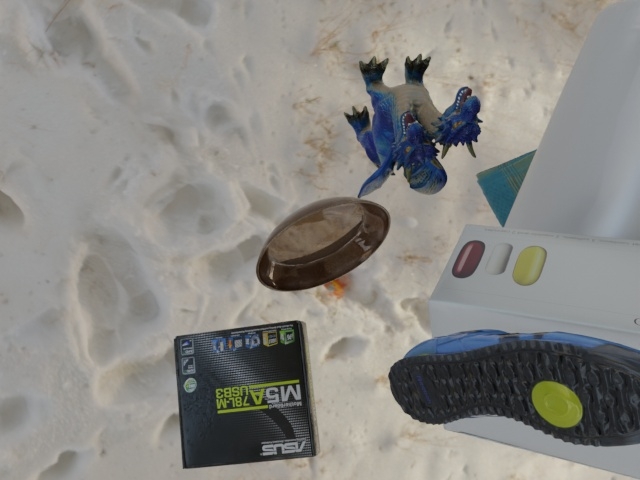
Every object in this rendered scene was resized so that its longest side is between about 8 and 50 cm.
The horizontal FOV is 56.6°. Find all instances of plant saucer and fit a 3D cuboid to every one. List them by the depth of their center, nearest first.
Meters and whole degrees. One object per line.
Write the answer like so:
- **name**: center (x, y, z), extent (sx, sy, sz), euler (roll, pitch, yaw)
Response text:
- **plant saucer**: center (0.000, 0.000, 0.813), extent (0.199, 0.036, 0.198), euler (-20, 151, -12)

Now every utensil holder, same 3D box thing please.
- **utensil holder**: center (0.448, -0.077, 0.801), extent (0.328, 0.328, 0.385), euler (14, 100, -35)

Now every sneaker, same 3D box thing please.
- **sneaker**: center (0.143, 0.088, 0.409), extent (0.082, 0.209, 0.069), euler (-21, 93, -38)

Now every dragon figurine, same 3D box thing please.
- **dragon figurine**: center (0.079, -0.090, 0.615), extent (0.085, 0.289, 0.144), euler (-4, 69, -9)

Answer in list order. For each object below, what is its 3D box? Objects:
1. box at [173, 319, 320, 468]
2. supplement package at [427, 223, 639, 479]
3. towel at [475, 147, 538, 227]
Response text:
- **box**: center (-0.105, 0.214, 0.831), extent (0.191, 0.045, 0.184), euler (-8, 76, 9)
- **supplement package**: center (0.266, 0.114, 0.623), extent (0.145, 0.262, 0.204), euler (-53, 140, -44)
- **towel**: center (0.497, -0.018, 1.229), extent (0.040, 0.271, 0.370), euler (-34, 95, -26)
